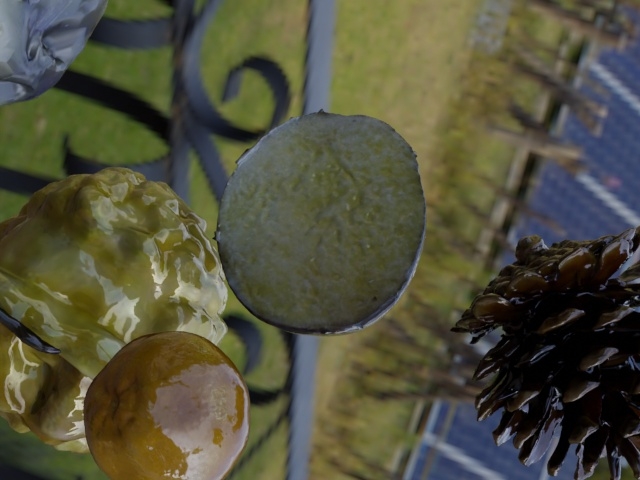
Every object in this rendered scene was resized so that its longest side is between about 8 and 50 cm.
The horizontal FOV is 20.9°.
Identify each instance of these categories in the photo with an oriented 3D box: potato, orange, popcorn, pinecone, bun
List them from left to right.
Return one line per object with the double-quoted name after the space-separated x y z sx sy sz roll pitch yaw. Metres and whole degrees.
-0.277 -0.222 1.548 0.273 0.168 0.273 -41 173 -6 "bun"
-0.299 0.074 2.024 0.381 0.349 0.349 3 104 -51 "popcorn"
-0.142 0.159 1.561 0.136 0.159 0.159 21 86 -53 "orange"
0.000 0.000 1.966 0.116 0.239 0.299 91 2 -55 "potato"
0.251 0.119 1.709 0.264 0.264 0.264 -51 150 -45 "pinecone"
